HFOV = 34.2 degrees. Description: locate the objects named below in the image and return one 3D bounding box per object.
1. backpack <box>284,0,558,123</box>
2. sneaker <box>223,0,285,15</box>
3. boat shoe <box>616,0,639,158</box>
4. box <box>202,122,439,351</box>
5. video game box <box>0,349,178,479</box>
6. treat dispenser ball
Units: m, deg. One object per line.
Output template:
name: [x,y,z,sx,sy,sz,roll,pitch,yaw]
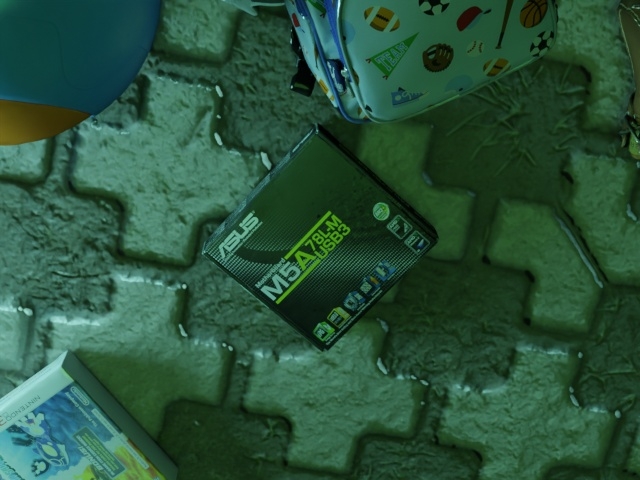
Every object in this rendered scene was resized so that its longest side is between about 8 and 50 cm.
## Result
backpack: [0.075,-0.254,0.927,0.277,0.213,0.263,-27,125,-1]
sneaker: [-0.031,-0.313,1.007,0.132,0.086,0.228,28,128,-19]
boat shoe: [0.366,-0.115,1.074,0.104,0.110,0.307,-29,108,8]
box: [0.000,0.000,1.146,0.184,0.045,0.191,41,104,-16]
video game box: [-0.306,0.259,1.235,0.187,0.048,0.205,-35,107,14]
treat dispenser ball: [-0.288,-0.229,0.928,0.288,0.288,0.288,0,110,-1]
